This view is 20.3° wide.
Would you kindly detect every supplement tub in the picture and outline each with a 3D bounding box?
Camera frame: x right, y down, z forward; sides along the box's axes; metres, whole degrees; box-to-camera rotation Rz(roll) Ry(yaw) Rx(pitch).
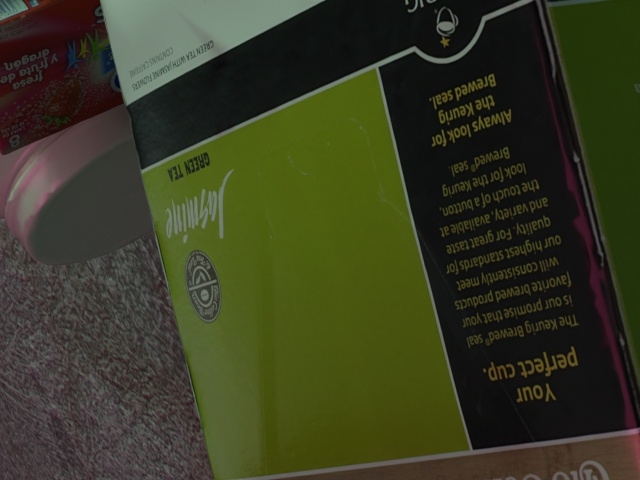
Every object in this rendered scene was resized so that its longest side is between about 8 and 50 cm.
[{"bbox_3d":[-0.249,-0.169,1.563,0.331,0.241,0.241,55,156,18],"label":"supplement tub"}]

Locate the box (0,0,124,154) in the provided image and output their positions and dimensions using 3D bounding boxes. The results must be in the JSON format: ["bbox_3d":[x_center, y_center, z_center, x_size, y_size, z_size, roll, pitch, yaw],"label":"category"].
[{"bbox_3d":[-0.159,-0.187,1.322,0.128,0.257,0.123,48,153,34],"label":"box"}]

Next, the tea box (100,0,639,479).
[{"bbox_3d":[0.088,-0.033,0.847,0.329,0.220,0.324,-16,85,55],"label":"tea box"}]
